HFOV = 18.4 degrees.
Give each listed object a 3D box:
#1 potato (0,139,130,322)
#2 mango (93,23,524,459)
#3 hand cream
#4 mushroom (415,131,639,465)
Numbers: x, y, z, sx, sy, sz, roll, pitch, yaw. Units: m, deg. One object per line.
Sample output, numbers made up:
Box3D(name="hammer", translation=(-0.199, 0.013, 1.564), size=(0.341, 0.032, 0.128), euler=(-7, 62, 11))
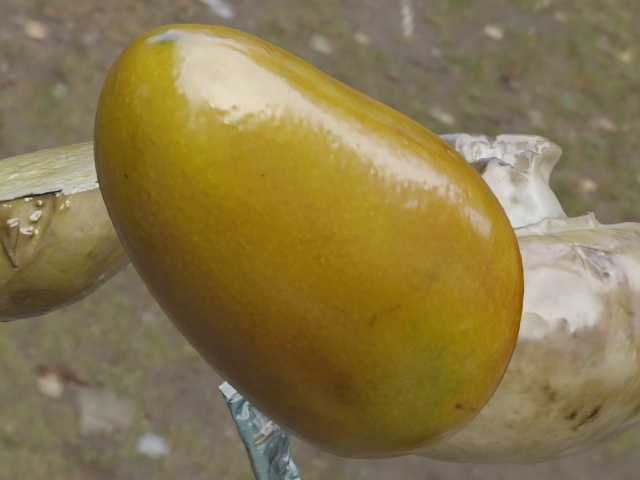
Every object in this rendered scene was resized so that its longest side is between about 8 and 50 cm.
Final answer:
Box3D(name="potato", translation=(-0.208, -0.006, 1.528), size=(0.239, 0.116, 0.299), euler=(-7, 12, 39))
Box3D(name="mango", translation=(0.000, 0.000, 0.784), size=(0.253, 0.138, 0.113), euler=(52, 32, -44))
Box3D(name="hand cream", translation=(-0.018, 0.197, 1.567), size=(0.052, 0.248, 0.075), euler=(-2, 31, 20))
Box3D(name="mushroom", translation=(0.098, 0.034, 1.111), size=(0.255, 0.255, 0.184), euler=(5, 82, -29))
